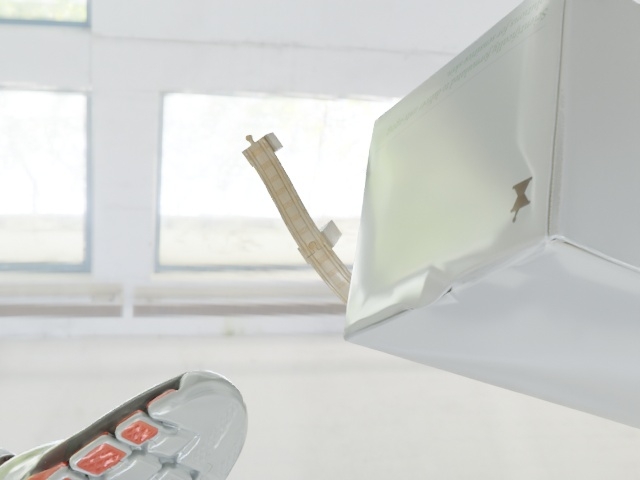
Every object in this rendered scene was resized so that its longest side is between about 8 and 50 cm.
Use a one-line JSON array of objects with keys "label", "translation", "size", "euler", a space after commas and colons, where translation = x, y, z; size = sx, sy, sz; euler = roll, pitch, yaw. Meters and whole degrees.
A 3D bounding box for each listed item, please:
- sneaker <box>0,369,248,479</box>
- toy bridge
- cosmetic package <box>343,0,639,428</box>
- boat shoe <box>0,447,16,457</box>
[{"label": "sneaker", "translation": [-0.100, 0.092, 0.368], "size": [0.158, 0.061, 0.065], "euler": [-38, -140, -4]}, {"label": "toy bridge", "translation": [0.000, 0.000, 0.746], "size": [0.026, 0.188, 0.063], "euler": [-35, -176, 12]}, {"label": "cosmetic package", "translation": [0.220, 0.019, 0.582], "size": [0.365, 0.155, 0.197], "euler": [21, 155, -22]}, {"label": "boat shoe", "translation": [-0.190, 0.230, 0.590], "size": [0.076, 0.228, 0.080], "euler": [13, -173, -18]}]
